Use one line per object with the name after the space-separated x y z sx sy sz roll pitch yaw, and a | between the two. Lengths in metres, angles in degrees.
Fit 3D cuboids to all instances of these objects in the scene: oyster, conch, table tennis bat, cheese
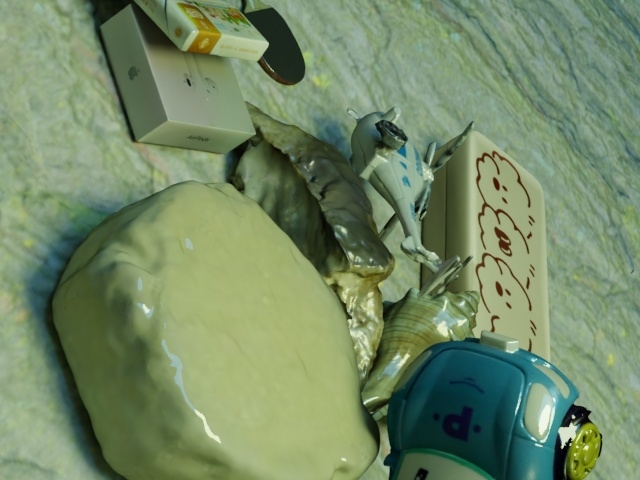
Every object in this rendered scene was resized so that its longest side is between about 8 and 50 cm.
0.002 -0.004 1.848 0.166 0.110 0.341 37 25 -39 | oyster
0.107 0.132 1.875 0.114 0.137 0.234 67 31 -44 | conch
-0.063 -0.240 2.047 0.087 0.013 0.156 -22 82 -56 | table tennis bat
-0.084 0.104 1.649 0.326 0.115 0.318 45 35 -24 | cheese

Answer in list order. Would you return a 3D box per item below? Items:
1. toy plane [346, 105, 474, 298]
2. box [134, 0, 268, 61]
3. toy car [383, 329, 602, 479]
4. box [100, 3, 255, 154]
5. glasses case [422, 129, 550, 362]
0.074 -0.045 1.929 0.107 0.182 0.273 30 44 -22 | toy plane
-0.157 -0.258 1.846 0.220 0.032 0.122 48 25 27 | box
0.126 0.238 1.659 0.166 0.198 0.314 -17 118 -51 | toy car
-0.140 -0.156 1.838 0.130 0.051 0.129 5 60 -51 | box
0.185 0.037 2.093 0.144 0.076 0.336 36 39 -31 | glasses case
